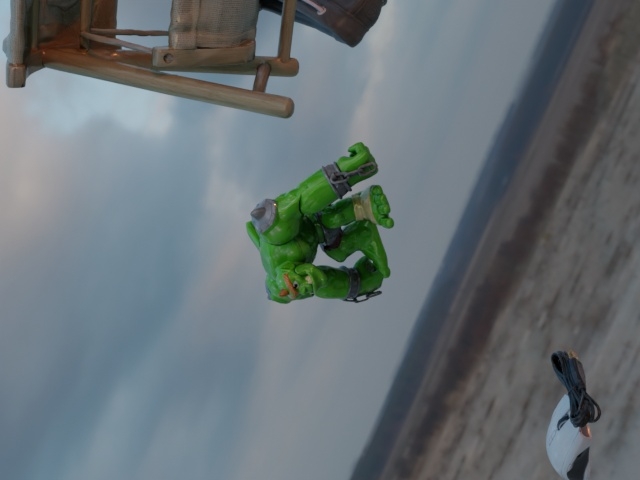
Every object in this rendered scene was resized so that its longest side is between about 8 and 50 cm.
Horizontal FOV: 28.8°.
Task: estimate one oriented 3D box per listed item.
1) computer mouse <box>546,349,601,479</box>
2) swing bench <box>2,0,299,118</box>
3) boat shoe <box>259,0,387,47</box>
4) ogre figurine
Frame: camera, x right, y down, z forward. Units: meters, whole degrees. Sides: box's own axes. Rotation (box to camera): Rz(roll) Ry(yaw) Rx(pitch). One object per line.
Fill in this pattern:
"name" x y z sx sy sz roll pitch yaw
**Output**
"computer mouse" 0.277 0.213 1.398 0.106 0.042 0.193 -104 4 -45
"swing bench" -0.133 -0.258 1.071 0.165 0.255 0.253 -88 5 -69
"boat shoe" -0.066 -0.287 1.404 0.112 0.335 0.095 23 -93 -48
"ogre figurine" 0.000 0.000 1.129 0.197 0.118 0.096 97 153 -72
